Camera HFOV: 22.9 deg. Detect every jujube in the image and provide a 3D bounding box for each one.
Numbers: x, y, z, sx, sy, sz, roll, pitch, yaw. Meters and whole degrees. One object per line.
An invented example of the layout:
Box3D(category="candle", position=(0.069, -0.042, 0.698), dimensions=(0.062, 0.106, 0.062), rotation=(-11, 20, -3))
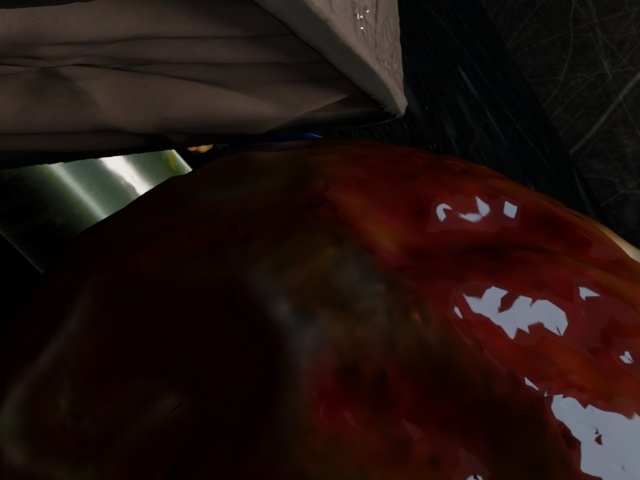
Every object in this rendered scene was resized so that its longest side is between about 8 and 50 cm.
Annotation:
Box3D(category="jujube", position=(0.043, 0.142, 0.544), dimensions=(0.376, 0.276, 0.276), rotation=(62, 16, 2))

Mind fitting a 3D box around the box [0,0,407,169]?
Box3D(category="box", position=(-0.080, -0.112, 0.462), dimensions=(0.252, 0.188, 0.153), rotation=(24, 61, -80))

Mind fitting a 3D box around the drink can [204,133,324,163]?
Box3D(category="drink can", position=(0.000, 0.000, 0.892), dimensions=(0.118, 0.118, 0.205), rotation=(63, 16, 9))

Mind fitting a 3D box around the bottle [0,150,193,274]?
Box3D(category="bottle", position=(-0.110, -0.031, 0.681), dimensions=(0.286, 0.082, 0.082), rotation=(49, 20, -33))

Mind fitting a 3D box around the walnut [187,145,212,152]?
Box3D(category="walnut", position=(-0.116, -0.134, 0.742), dimensions=(0.245, 0.137, 0.137), rotation=(49, 20, -35))
